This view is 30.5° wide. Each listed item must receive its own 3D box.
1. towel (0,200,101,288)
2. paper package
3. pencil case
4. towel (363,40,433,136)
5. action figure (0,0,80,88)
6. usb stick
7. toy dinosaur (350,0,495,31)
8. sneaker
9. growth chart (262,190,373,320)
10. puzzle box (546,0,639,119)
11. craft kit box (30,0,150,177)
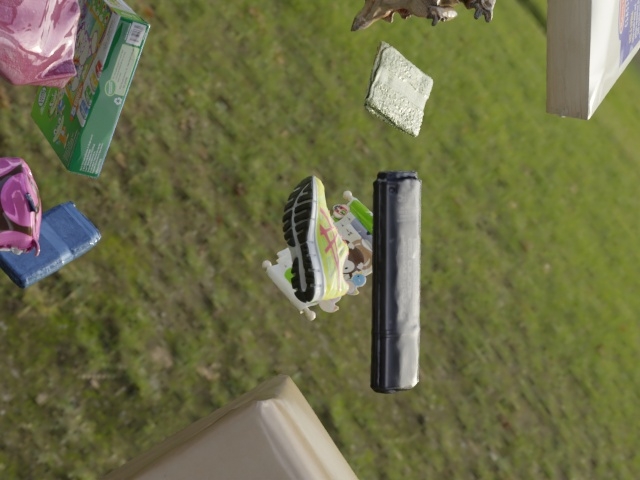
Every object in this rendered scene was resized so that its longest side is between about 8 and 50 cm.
[{"bbox_3d":[-0.316,0.005,1.351,0.067,0.029,0.119,47,52,9],"label":"towel"},{"bbox_3d":[-0.081,0.340,1.148,0.324,0.309,0.168,58,11,0],"label":"paper package"},{"bbox_3d":[-0.369,-0.020,1.101,0.095,0.209,0.098,143,-62,-78],"label":"pencil case"},{"bbox_3d":[0.119,-0.227,1.789,0.148,0.027,0.110,28,74,-50],"label":"towel"},{"bbox_3d":[-0.434,-0.258,1.415,0.248,0.275,0.370,44,35,10],"label":"action figure"},{"bbox_3d":[0.093,0.053,1.455,0.077,0.045,0.278,-5,97,-46],"label":"usb stick"},{"bbox_3d":[0.182,-0.372,1.665,0.200,0.296,0.127,-76,160,-77],"label":"toy dinosaur"},{"bbox_3d":[0.000,0.000,1.866,0.094,0.081,0.208,6,74,-34],"label":"sneaker"},{"bbox_3d":[0.021,0.027,2.016,0.172,0.237,0.021,38,-25,31],"label":"growth chart"},{"bbox_3d":[0.308,-0.365,1.236,0.272,0.052,0.408,-48,142,-44],"label":"puzzle box"},{"bbox_3d":[-0.358,-0.257,1.799,0.061,0.249,0.246,13,18,-30],"label":"craft kit box"}]
